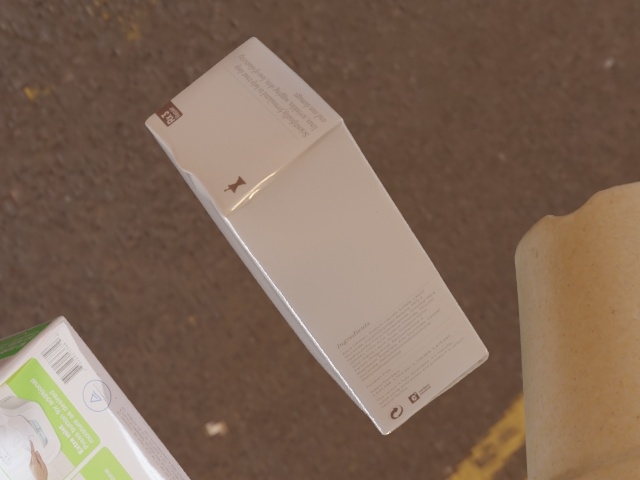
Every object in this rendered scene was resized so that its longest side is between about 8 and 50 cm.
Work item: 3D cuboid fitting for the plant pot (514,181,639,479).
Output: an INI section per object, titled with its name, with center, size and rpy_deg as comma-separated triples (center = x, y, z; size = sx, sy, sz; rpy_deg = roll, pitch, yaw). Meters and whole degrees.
[plant pot]
center = 0.301, 0.125, 1.409
size = 0.333, 0.306, 0.334
rpy_deg = -7, 157, -3

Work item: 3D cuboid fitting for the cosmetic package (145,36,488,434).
[cosmetic package]
center = 0.000, 0.000, 1.709
size = 0.156, 0.217, 0.385
rpy_deg = -37, 132, -5

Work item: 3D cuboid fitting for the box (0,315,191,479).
[box]
center = -0.204, 0.230, 1.156
size = 0.126, 0.262, 0.231
rpy_deg = -20, -159, 52
